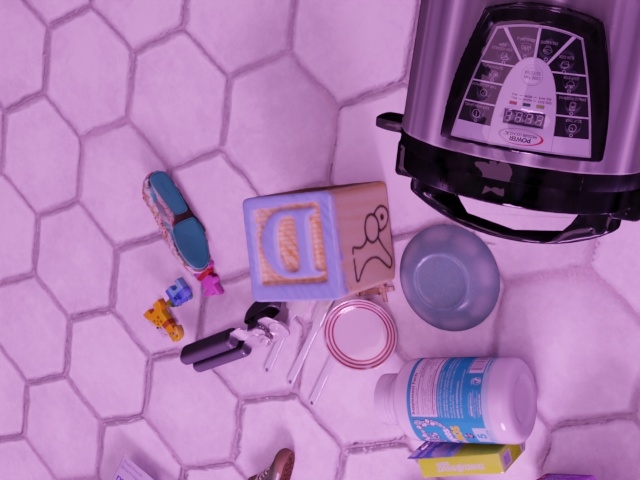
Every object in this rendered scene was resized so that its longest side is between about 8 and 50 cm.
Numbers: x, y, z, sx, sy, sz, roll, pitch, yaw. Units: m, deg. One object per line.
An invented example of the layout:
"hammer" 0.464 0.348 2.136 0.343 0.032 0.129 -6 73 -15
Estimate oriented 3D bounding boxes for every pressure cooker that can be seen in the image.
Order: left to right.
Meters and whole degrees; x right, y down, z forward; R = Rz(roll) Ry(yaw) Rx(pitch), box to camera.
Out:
"pressure cooker" 0.309 -0.203 1.360 0.370 0.375 0.421 36 122 56

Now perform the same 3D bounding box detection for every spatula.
"spatula" -0.022 0.203 1.857 0.168 0.019 0.242 34 116 21

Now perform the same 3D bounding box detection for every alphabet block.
"alphabet block" 0.000 0.000 1.690 0.193 0.197 0.193 -1 96 32

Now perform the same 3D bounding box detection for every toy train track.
"toy train track" 0.098 0.095 1.760 0.083 0.014 0.048 -11 94 34

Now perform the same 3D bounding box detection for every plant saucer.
"plant saucer" 0.218 0.070 1.665 0.194 0.037 0.195 7 103 31

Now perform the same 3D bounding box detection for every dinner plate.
"dinner plate" 0.074 0.176 1.773 0.141 0.017 0.141 3 105 12

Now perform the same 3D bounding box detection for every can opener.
"can opener" -0.171 0.198 1.928 0.280 0.093 0.074 -27 129 34

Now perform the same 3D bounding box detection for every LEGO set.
"LEGO set" -0.292 0.151 1.978 0.227 0.087 0.093 -44 76 32

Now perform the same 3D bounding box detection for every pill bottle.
"pill bottle" 0.227 0.275 1.637 0.264 0.146 0.146 -6 97 34

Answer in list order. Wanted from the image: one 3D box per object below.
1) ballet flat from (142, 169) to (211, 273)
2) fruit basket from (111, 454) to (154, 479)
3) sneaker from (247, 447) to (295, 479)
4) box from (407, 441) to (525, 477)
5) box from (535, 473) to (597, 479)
"ballet flat" -0.298 -0.033 1.956 0.077 0.091 0.241 -42 70 55
"fruit basket" -0.405 0.718 2.126 0.327 0.165 0.353 35 113 22
"sneaker" -0.113 0.502 1.948 0.086 0.064 0.192 20 113 23
"box" 0.255 0.375 1.661 0.178 0.109 0.042 -12 95 34
"box" 0.456 0.518 1.526 0.293 0.057 0.201 61 167 7
